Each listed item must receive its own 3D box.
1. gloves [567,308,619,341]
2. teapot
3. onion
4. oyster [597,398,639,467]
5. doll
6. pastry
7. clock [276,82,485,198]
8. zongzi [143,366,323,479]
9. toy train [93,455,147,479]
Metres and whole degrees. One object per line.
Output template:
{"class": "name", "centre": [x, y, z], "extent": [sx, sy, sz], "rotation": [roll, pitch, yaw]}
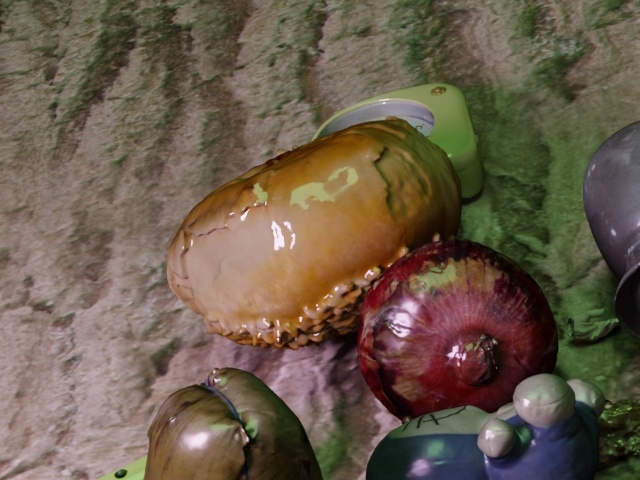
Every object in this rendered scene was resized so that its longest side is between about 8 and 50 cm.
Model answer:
{"class": "gloves", "centre": [0.340, 0.106, 1.983], "extent": [0.081, 0.037, 0.044], "rotation": [-5, 60, 0]}
{"class": "teapot", "centre": [0.471, -0.012, 1.915], "extent": [0.305, 0.223, 0.285], "rotation": [-36, 32, 32]}
{"class": "onion", "centre": [0.162, 0.120, 1.852], "extent": [0.246, 0.246, 0.190], "rotation": [-17, 18, 0]}
{"class": "oyster", "centre": [0.307, 0.226, 1.818], "extent": [0.177, 0.056, 0.105], "rotation": [-12, 26, 14]}
{"class": "doll", "centre": [0.178, 0.235, 1.717], "extent": [0.258, 0.154, 0.228], "rotation": [-10, -8, 21]}
{"class": "pastry", "centre": [0.000, 0.000, 2.061], "extent": [0.410, 0.245, 0.409], "rotation": [-25, 5, 3]}
{"class": "clock", "centre": [0.086, -0.127, 2.374], "extent": [0.308, 0.096, 0.235], "rotation": [-13, 35, 6]}
{"class": "zongzi", "centre": [-0.162, 0.334, 1.597], "extent": [0.393, 0.356, 0.174], "rotation": [-30, 46, -16]}
{"class": "toy train", "centre": [-0.149, 0.289, 1.823], "extent": [0.253, 0.157, 0.105], "rotation": [-24, 34, -11]}
